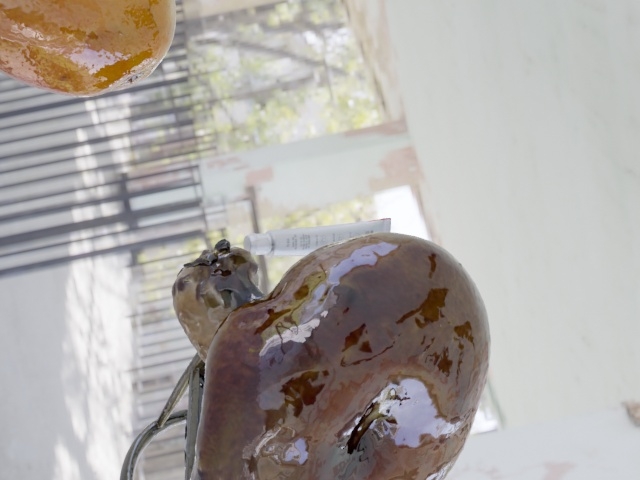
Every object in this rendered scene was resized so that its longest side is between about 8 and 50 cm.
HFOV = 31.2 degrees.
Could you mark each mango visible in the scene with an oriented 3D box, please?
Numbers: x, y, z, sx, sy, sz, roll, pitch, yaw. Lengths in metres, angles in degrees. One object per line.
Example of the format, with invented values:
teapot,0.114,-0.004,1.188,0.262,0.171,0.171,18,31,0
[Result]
mango,-0.205,-0.187,0.814,0.141,0.217,0.102,-60,-165,1

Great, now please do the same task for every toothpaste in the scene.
toothpaste,0.000,0.000,1.345,0.031,0.190,0.048,22,-68,59

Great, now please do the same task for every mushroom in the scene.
mushroom,0.016,0.113,0.921,0.254,0.267,0.267,-107,-175,-62

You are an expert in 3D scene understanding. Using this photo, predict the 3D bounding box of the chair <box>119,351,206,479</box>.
chair,-0.067,0.199,1.110,0.272,0.166,0.188,-46,-146,40
